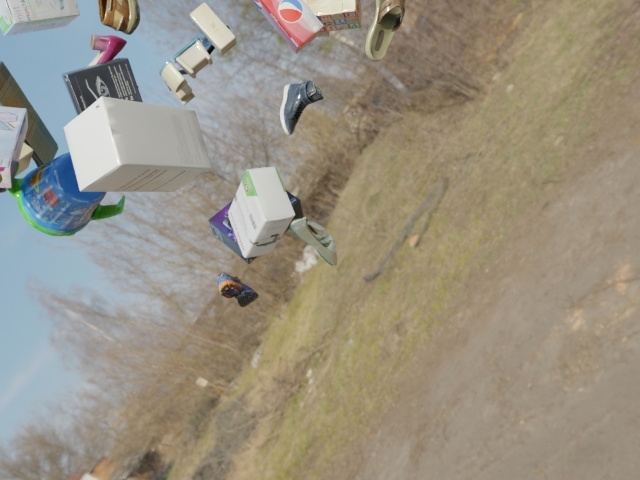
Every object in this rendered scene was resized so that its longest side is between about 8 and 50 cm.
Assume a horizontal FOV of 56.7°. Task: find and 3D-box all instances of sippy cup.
[{"bbox_3d":[-0.761,-0.153,1.795,0.224,0.240,0.305,-23,3,43],"label":"sippy cup"}]

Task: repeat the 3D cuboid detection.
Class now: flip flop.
[{"bbox_3d":[0.205,-0.670,1.765,0.080,0.112,0.277,35,112,52],"label":"flip flop"}]

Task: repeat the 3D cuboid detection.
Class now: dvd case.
[{"bbox_3d":[-0.477,-0.738,2.312,0.180,0.022,0.253,7,58,40],"label":"dvd case"}]

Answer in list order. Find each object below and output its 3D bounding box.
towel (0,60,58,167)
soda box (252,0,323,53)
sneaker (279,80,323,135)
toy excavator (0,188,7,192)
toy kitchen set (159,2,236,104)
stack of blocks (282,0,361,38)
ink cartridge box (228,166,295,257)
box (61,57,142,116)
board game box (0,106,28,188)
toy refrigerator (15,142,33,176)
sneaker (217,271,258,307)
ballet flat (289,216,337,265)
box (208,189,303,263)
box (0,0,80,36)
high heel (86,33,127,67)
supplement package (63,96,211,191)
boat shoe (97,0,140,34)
[{"bbox_3d":[-1.086,-0.444,2.159,0.040,0.370,0.271,-23,34,0],"label":"towel"},{"bbox_3d":[-0.112,-0.631,1.568,0.092,0.263,0.083,-42,9,-4],"label":"soda box"},{"bbox_3d":[-0.073,-0.537,2.381,0.086,0.163,0.226,29,-118,-59],"label":"sneaker"},{"bbox_3d":[-1.231,-0.308,1.910,0.433,0.445,0.222,-51,-1,13],"label":"toy excavator"},{"bbox_3d":[-0.334,-0.486,1.569,0.207,0.122,0.166,-41,0,-5],"label":"toy kitchen set"},{"bbox_3d":[-0.009,-0.788,2.077,0.171,0.297,0.087,18,-109,-76],"label":"stack of blocks"},{"bbox_3d":[-0.167,-0.073,1.622,0.093,0.160,0.219,-11,-22,-27],"label":"ink cartridge box"},{"bbox_3d":[-0.714,-0.498,1.943,0.207,0.153,0.108,-24,27,-24],"label":"box"},{"bbox_3d":[-0.934,-0.251,1.500,0.318,0.319,0.066,-110,29,-49],"label":"board game box"},{"bbox_3d":[-1.137,-0.342,2.036,0.102,0.269,0.094,-45,11,42],"label":"toy refrigerator"},{"bbox_3d":[-0.297,0.171,2.147,0.083,0.087,0.221,-35,-34,5],"label":"sneaker"},{"bbox_3d":[0.000,0.000,2.022,0.086,0.248,0.086,-28,42,28],"label":"ballet flat"},{"bbox_3d":[-0.215,-0.074,2.005,0.261,0.184,0.103,-42,-28,-21],"label":"box"},{"bbox_3d":[-1.036,-0.843,2.156,0.231,0.126,0.262,-24,20,-31],"label":"box"},{"bbox_3d":[-0.766,-0.615,2.110,0.082,0.117,0.244,55,134,41],"label":"high heel"},{"bbox_3d":[-0.458,-0.233,1.509,0.175,0.177,0.293,-22,-10,34],"label":"supplement package"},{"bbox_3d":[-0.651,-0.791,1.831,0.120,0.324,0.122,-5,-21,-41],"label":"boat shoe"}]
